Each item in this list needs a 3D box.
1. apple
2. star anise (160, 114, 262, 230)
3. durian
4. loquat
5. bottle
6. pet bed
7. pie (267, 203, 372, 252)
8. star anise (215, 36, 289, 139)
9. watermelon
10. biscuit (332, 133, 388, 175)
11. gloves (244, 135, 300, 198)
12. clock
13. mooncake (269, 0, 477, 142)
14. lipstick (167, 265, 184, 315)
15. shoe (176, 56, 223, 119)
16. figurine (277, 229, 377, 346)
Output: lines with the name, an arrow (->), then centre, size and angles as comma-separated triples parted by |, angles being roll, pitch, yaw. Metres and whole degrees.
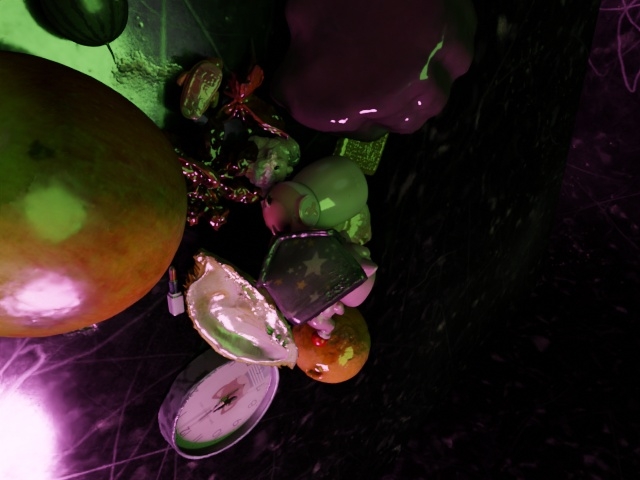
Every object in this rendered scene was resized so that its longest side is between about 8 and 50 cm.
apple -> -0.342, -0.054, 0.502 | 0.340, 0.340, 0.339 | -25, 129, -35
star anise -> -0.204, -0.111, 0.745 | 0.220, 0.126, 0.190 | -21, 125, -19
durian -> -0.178, 0.163, 0.904 | 0.163, 0.198, 0.394 | -38, 134, -23
loquat -> 0.030, 0.279, 1.173 | 0.238, 0.238, 0.193 | -26, 136, -35
bottle -> -0.022, -0.082, 0.873 | 0.237, 0.148, 0.147 | -30, 132, -42
pet bed -> -0.019, 0.059, 0.829 | 0.183, 0.159, 0.211 | -37, 170, 4
pie -> 0.000, 0.000, 1.092 | 0.338, 0.075, 0.337 | -19, 123, -33
star anise -> -0.120, -0.275, 0.768 | 0.144, 0.158, 0.140 | -61, 150, -41
watermelon -> -0.304, -0.303, 0.554 | 0.105, 0.105, 0.133 | -30, 112, -31
biscuit -> 0.125, -0.293, 1.078 | 0.172, 0.029, 0.254 | 3, 111, -48
gloves -> -0.102, -0.165, 0.873 | 0.144, 0.094, 0.110 | -52, 152, -22
clock -> -0.247, 0.408, 1.082 | 0.325, 0.067, 0.325 | -26, 130, -35
mooncake -> 0.093, -0.370, 0.777 | 0.212, 0.351, 0.381 | 1, 122, -57
lipstick -> -0.303, 0.102, 0.870 | 0.025, 0.025, 0.107 | -17, 119, -41
shoe -> -0.209, -0.261, 0.718 | 0.072, 0.069, 0.109 | 7, 100, -23
figurine -> 0.021, 0.119, 1.033 | 0.287, 0.176, 0.186 | -56, 152, 11
